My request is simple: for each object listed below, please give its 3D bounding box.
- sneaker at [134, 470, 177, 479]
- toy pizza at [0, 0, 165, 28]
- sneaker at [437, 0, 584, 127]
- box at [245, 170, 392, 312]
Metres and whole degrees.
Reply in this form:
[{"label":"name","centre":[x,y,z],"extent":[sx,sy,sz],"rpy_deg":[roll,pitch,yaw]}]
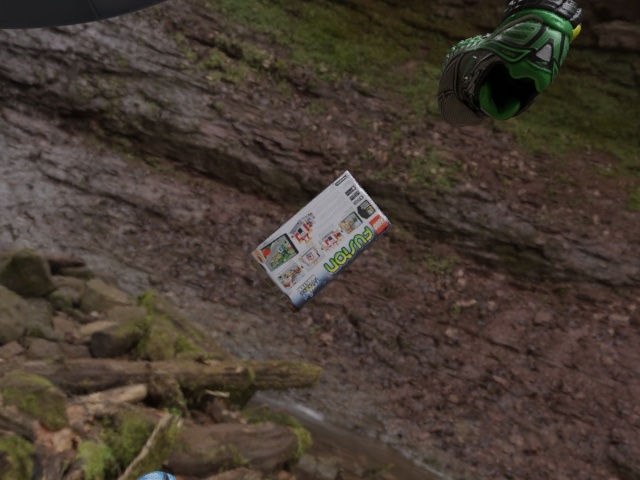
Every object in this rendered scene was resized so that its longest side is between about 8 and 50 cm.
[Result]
[{"label":"sneaker","centre":[-0.332,0.577,1.111],"extent":[0.125,0.340,0.139],"rpy_deg":[17,-40,-6]},{"label":"toy pizza","centre":[-0.096,-0.128,0.203],"extent":[0.201,0.032,0.201],"rpy_deg":[-14,-5,-1]},{"label":"sneaker","centre":[0.268,-0.254,1.027],"extent":[0.134,0.146,0.343],"rpy_deg":[27,-13,-5]},{"label":"box","centre":[0.000,0.000,0.971],"extent":[0.114,0.207,0.036],"rpy_deg":[50,-21,-4]}]
